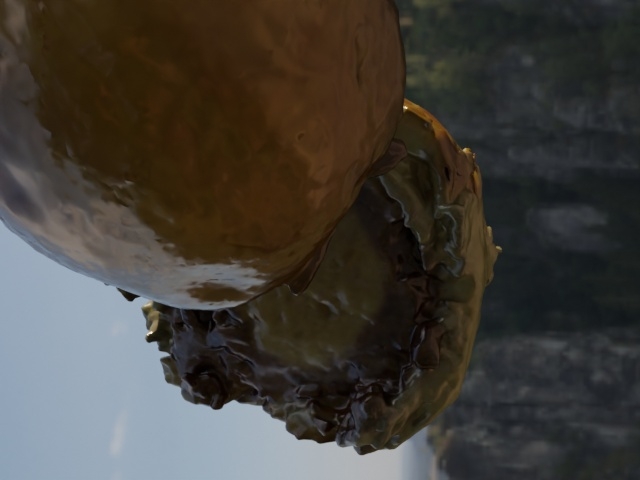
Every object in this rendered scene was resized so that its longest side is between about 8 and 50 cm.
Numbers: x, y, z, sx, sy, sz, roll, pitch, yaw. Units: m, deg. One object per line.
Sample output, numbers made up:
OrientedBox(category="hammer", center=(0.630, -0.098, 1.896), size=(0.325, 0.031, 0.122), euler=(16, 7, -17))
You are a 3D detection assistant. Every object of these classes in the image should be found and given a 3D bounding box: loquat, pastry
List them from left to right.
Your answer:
OrientedBox(category="loquat", center=(-0.077, -0.081, 0.463), size=(0.193, 0.238, 0.238), euler=(-58, -22, -29))
OrientedBox(category="pastry", center=(-0.006, -0.008, 0.695), size=(0.170, 0.256, 0.236), euler=(-32, -50, -57))
